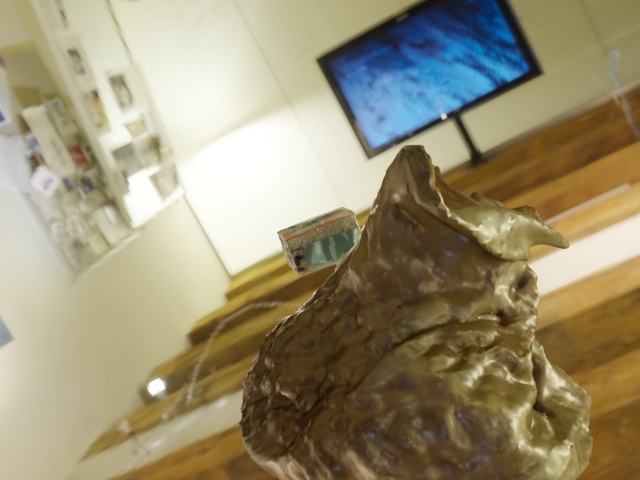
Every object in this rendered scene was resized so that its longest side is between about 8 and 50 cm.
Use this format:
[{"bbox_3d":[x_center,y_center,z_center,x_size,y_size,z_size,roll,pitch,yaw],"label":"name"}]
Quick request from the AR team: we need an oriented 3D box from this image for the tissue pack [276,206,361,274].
[{"bbox_3d":[0.000,0.000,1.256,0.094,0.058,0.074,-21,-169,-7],"label":"tissue pack"}]

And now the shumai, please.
[{"bbox_3d":[0.056,0.056,0.827,0.314,0.262,0.267,-2,-172,38],"label":"shumai"}]
